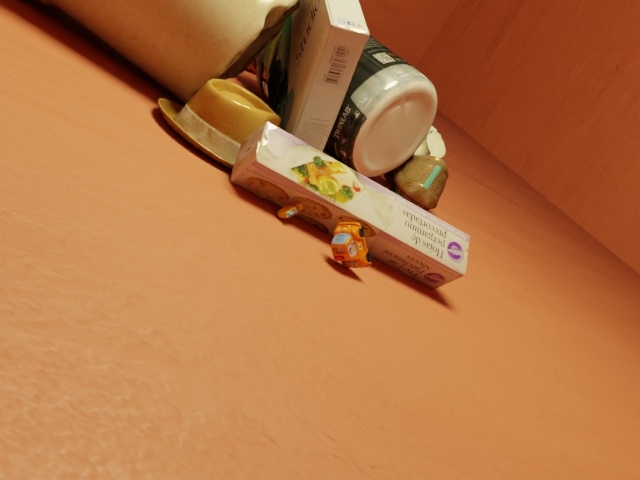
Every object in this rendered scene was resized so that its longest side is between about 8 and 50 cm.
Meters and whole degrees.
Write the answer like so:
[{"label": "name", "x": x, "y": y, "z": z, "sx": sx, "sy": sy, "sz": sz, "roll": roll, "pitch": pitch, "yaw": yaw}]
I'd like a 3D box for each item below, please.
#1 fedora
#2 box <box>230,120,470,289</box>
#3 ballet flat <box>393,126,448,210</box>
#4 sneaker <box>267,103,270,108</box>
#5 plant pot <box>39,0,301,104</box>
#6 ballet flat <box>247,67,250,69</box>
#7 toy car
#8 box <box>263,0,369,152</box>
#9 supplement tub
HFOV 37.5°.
[{"label": "fedora", "x": -0.112, "y": -0.151, "z": 1.208, "sx": 0.194, "sy": 0.079, "sz": 0.194, "roll": 33, "pitch": 14, "yaw": -9}, {"label": "box", "x": 0.043, "y": -0.038, "z": 1.171, "sx": 0.324, "sy": 0.067, "sz": 0.063, "roll": 28, "pitch": 57, "yaw": -25}, {"label": "ballet flat", "x": 0.181, "y": -0.160, "z": 1.789, "sx": 0.116, "sy": 0.124, "sz": 0.342, "roll": 32, "pitch": 14, "yaw": -12}, {"label": "sneaker", "x": -0.060, "y": -0.196, "z": 1.492, "sx": 0.071, "sy": 0.066, "sz": 0.188, "roll": 33, "pitch": 14, "yaw": -2}, {"label": "plant pot", "x": -0.205, "y": -0.362, "z": 1.289, "sx": 0.305, "sy": 0.334, "sz": 0.334, "roll": 44, "pitch": 14, "yaw": -5}, {"label": "ballet flat", "x": -0.119, "y": -0.382, "z": 1.964, "sx": 0.077, "sy": 0.077, "sz": 0.231, "roll": 49, "pitch": 10, "yaw": -10}, {"label": "toy car", "x": 0.000, "y": 0.000, "z": 1.091, "sx": 0.122, "sy": 0.060, "sz": 0.040, "roll": 18, "pitch": 35, "yaw": 30}, {"label": "box", "x": -0.016, "y": -0.273, "z": 1.345, "sx": 0.058, "sy": 0.232, "sz": 0.322, "roll": 12, "pitch": 36, "yaw": -16}, {"label": "supplement tub", "x": 0.026, "y": -0.281, "z": 1.676, "sx": 0.338, "sy": 0.207, "sz": 0.207, "roll": 44, "pitch": 17, "yaw": 31}]
